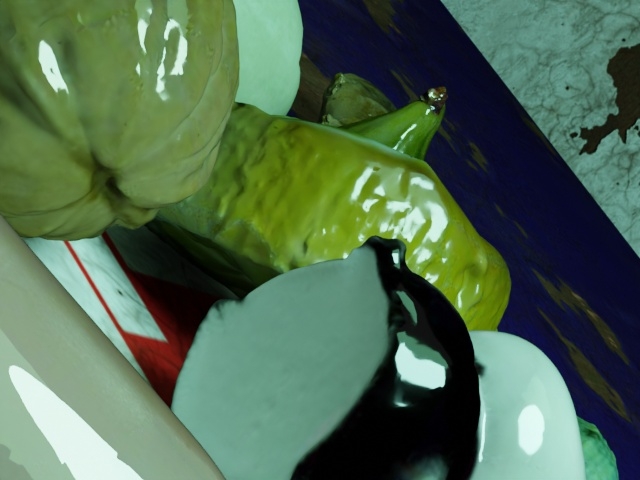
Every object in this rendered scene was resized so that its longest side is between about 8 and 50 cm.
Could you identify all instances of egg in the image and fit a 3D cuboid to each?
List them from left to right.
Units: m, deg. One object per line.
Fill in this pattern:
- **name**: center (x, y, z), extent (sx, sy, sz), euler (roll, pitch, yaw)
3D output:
- **egg**: center (-0.108, -0.154, 1.306), extent (0.217, 0.183, 0.183), euler (49, 13, -14)

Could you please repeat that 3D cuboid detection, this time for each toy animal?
- **toy animal**: center (0.044, 0.121, 1.055), extent (0.235, 0.187, 0.165), euler (33, 48, -40)

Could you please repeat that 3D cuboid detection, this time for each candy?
- **candy**: center (0.000, 0.000, 1.212), extent (0.260, 0.118, 0.260), euler (31, -9, 5)

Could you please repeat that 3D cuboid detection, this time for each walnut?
- **walnut**: center (-0.143, -0.108, 1.045), extent (0.213, 0.213, 0.213), euler (46, 14, -15)

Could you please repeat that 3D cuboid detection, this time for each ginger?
- **ginger**: center (0.013, -0.100, 1.757), extent (0.294, 0.086, 0.131), euler (-9, 81, -69)

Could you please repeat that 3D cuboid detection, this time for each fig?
- **fig**: center (0.019, -0.049, 1.445), extent (0.127, 0.184, 0.133), euler (25, 5, 35)

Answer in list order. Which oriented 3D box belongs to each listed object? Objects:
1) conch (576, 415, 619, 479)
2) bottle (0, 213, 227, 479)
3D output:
- **conch**: center (0.135, 0.165, 1.347), extent (0.176, 0.122, 0.188), euler (1, 41, -40)
- **bottle**: center (-0.121, 0.121, 0.601), extent (0.297, 0.173, 0.206), euler (50, 45, -6)
